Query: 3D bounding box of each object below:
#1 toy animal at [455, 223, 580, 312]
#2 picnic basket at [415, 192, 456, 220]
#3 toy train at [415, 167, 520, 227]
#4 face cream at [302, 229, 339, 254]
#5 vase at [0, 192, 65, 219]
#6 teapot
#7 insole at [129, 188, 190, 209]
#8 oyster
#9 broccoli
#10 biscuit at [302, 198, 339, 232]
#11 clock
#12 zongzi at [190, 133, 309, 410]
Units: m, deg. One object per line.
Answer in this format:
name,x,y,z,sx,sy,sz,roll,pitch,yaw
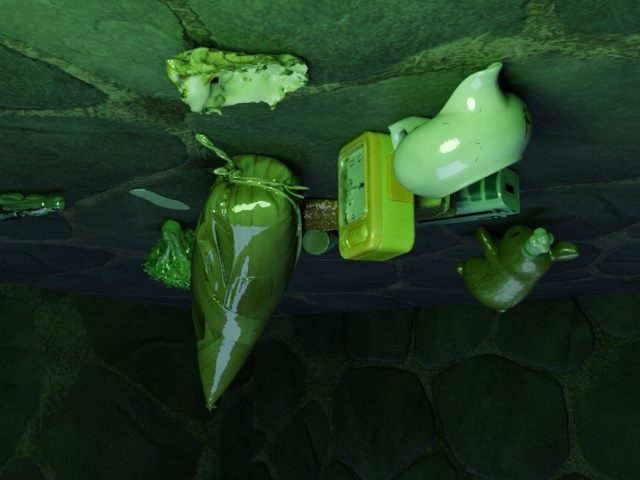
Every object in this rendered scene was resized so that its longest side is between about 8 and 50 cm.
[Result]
toy animal,0.495,0.033,2.064,0.181,0.180,0.363,-2,148,-22
picnic basket,0.164,-0.096,1.511,0.164,0.115,0.079,-6,165,29
toy train,0.201,-0.075,1.687,0.407,0.086,0.088,-8,167,39
face cream,0.000,0.000,2.196,0.114,0.070,0.224,0,-179,8
vase,-0.660,-0.076,1.825,0.211,0.060,0.060,-2,168,14
teapot,0.188,-0.147,1.205,0.208,0.166,0.300,-39,-165,-24
insole,-0.360,-0.091,1.866,0.065,0.004,0.197,-4,168,25
oyster,-0.109,-0.216,1.080,0.209,0.072,0.133,-16,169,-23
broccoli,-0.362,0.026,2.121,0.220,0.194,0.194,38,-171,29
biscuit,-0.004,-0.054,1.944,0.254,0.035,0.254,1,170,0
clock,0.092,-0.073,1.408,0.096,0.202,0.143,5,168,-20
zongzi,-0.149,0.088,1.573,0.218,0.467,0.500,7,167,-5
